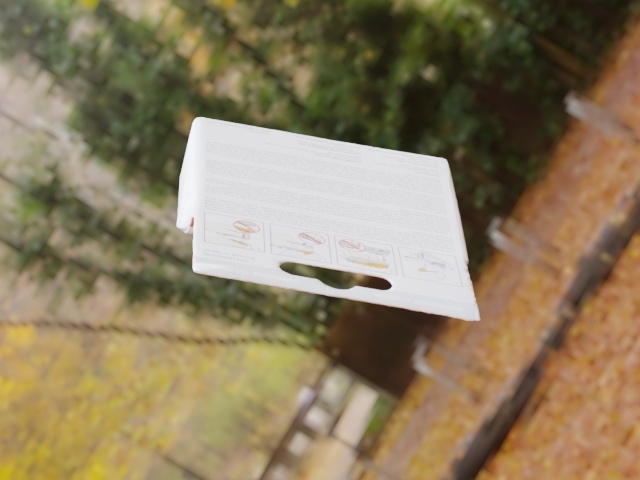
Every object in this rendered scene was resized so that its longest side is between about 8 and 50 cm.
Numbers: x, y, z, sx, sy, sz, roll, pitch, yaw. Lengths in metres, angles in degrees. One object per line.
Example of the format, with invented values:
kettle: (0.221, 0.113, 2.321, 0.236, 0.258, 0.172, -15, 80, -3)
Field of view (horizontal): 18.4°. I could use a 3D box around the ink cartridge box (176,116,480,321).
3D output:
ink cartridge box: (0.000, 0.000, 1.320, 0.232, 0.189, 0.066, -93, 15, -58)
